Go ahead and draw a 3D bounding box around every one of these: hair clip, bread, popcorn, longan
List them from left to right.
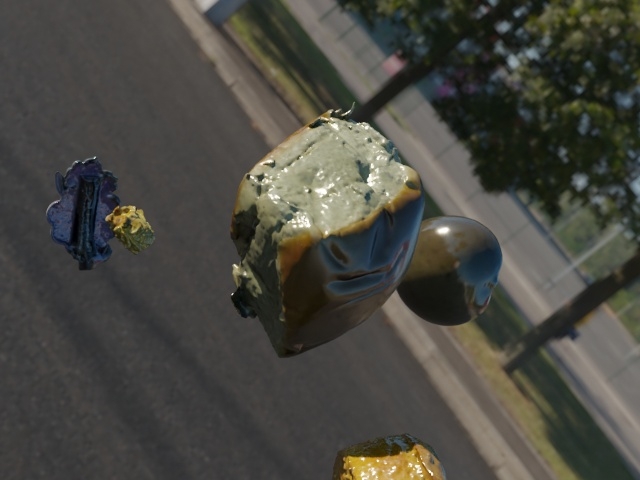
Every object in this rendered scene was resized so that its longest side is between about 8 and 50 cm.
[{"bbox_3d":[-0.385,-0.041,1.978,0.124,0.195,0.052,-6,20,-31],"label":"hair clip"},{"bbox_3d":[-0.299,-0.019,1.914,0.082,0.057,0.083,56,0,17],"label":"popcorn"},{"bbox_3d":[0.000,0.000,1.588,0.225,0.250,0.279,39,48,19],"label":"bread"},{"bbox_3d":[0.083,0.315,1.510,0.229,0.143,0.140,118,-41,-65],"label":"bread"},{"bbox_3d":[0.230,0.051,2.211,0.196,0.220,0.197,9,45,-10],"label":"longan"}]
